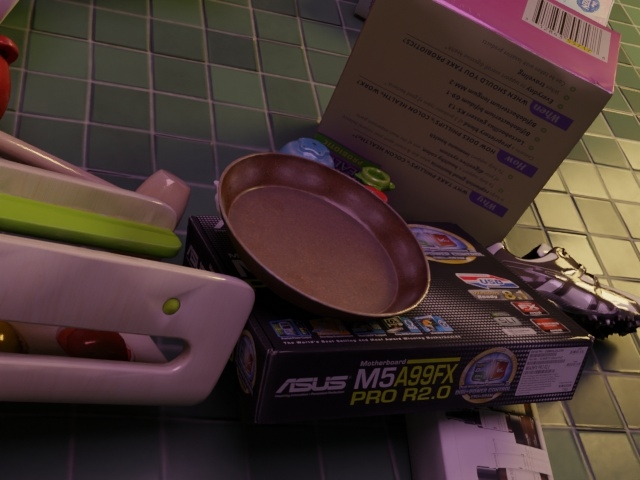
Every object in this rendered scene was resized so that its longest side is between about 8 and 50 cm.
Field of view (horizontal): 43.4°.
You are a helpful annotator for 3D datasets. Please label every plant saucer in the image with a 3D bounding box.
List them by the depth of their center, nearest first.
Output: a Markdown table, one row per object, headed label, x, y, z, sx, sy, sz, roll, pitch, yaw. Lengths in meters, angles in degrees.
| label | x | y | z | sx | sy | sz | roll | pitch | yaw |
| --- | --- | --- | --- | --- | --- | --- | --- | --- | --- |
| plant saucer | 0.000 | 0.000 | 0.580 | 0.168 | 0.029 | 0.168 | 22 | 33 | -15 |

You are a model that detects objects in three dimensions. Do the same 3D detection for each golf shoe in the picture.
| label | x | y | z | sx | sy | sz | roll | pitch | yaw |
| --- | --- | --- | --- | --- | --- | --- | --- | --- | --- |
| golf shoe | 0.244 | 0.046 | 0.783 | 0.198 | 0.077 | 0.094 | 8 | 66 | -21 |

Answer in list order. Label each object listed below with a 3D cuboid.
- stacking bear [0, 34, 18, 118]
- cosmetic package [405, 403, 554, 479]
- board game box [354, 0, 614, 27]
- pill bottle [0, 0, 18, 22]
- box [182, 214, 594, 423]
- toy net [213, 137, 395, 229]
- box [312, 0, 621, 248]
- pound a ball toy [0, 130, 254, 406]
| label | x | y | z | sx | sy | sz | roll | pitch | yaw |
| --- | --- | --- | --- | --- | --- | --- | --- | --- | --- |
| stacking bear | -0.384 | -0.128 | 0.611 | 0.288 | 0.175 | 0.164 | -2 | 58 | -39 |
| cosmetic package | 0.127 | 0.207 | 0.608 | 0.098 | 0.060 | 0.239 | 10 | 47 | -15 |
| board game box | 0.247 | -0.333 | 1.145 | 0.317 | 0.066 | 0.319 | 30 | 44 | 3 |
| pill bottle | -0.398 | -0.322 | 0.702 | 0.318 | 0.176 | 0.176 | 38 | 39 | -27 |
| box | 0.044 | 0.051 | 0.651 | 0.269 | 0.060 | 0.216 | 2 | 25 | -24 |
| toy net | -0.017 | -0.030 | 0.687 | 0.122 | 0.045 | 0.232 | 29 | 28 | 7 |
| box | 0.126 | -0.127 | 0.777 | 0.213 | 0.243 | 0.117 | 27 | 44 | 0 |
| pound a ball toy | -0.200 | 0.020 | 0.528 | 0.319 | 0.136 | 0.208 | 14 | 19 | -46 |
